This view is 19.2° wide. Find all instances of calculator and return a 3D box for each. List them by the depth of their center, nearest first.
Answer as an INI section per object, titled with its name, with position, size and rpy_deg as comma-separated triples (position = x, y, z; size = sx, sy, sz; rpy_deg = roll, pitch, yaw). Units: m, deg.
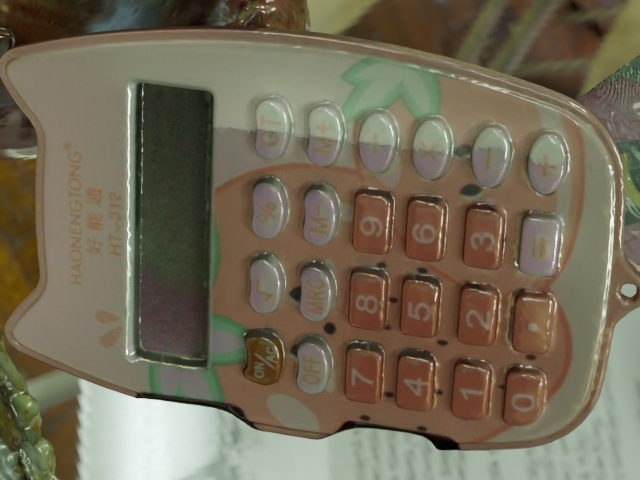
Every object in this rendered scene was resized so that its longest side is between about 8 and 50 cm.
[calculator]
position = 0.000, 0.000, 0.946
size = 0.048, 0.330, 0.220
rpy_deg = -53, 150, -63

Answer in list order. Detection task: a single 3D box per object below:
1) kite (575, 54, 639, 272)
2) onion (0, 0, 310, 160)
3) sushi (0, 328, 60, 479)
[kite]
position = 0.202, -0.036, 1.430
size = 0.022, 0.360, 0.204
rpy_deg = -56, 126, -73
[onion]
position = -0.190, -0.201, 1.165
size = 0.354, 0.354, 0.353
rpy_deg = 36, 43, -43
[sushi]
position = -0.227, 0.145, 1.111
size = 0.274, 0.139, 0.184
rpy_deg = 63, 1, 24
